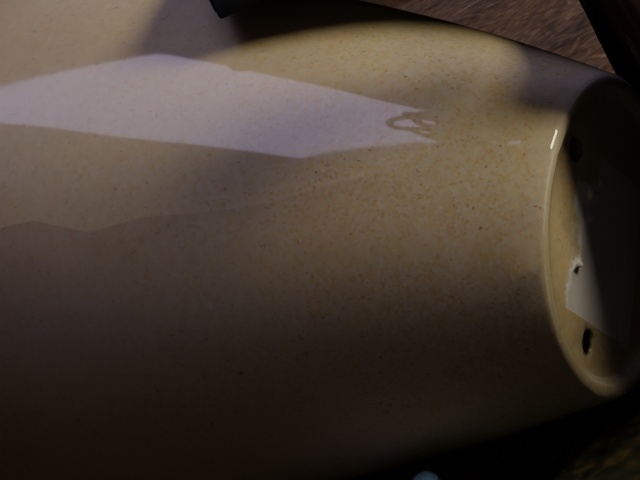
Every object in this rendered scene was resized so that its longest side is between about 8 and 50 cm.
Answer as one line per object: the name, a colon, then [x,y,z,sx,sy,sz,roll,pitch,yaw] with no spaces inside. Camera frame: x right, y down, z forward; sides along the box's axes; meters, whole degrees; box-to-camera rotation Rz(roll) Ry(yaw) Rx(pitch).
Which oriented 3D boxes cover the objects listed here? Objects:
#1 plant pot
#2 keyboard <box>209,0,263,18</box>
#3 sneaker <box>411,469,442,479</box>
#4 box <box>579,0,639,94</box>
plant pot: [0.000,0.000,0.768,0.274,0.256,0.256,0,34,32]
keyboard: [0.097,-0.161,0.690,0.317,0.033,0.201,-23,20,6]
sneaker: [0.035,0.123,0.663,0.069,0.038,0.098,-38,9,-11]
box: [0.222,-0.104,0.721,0.203,0.168,0.167,-31,19,6]
